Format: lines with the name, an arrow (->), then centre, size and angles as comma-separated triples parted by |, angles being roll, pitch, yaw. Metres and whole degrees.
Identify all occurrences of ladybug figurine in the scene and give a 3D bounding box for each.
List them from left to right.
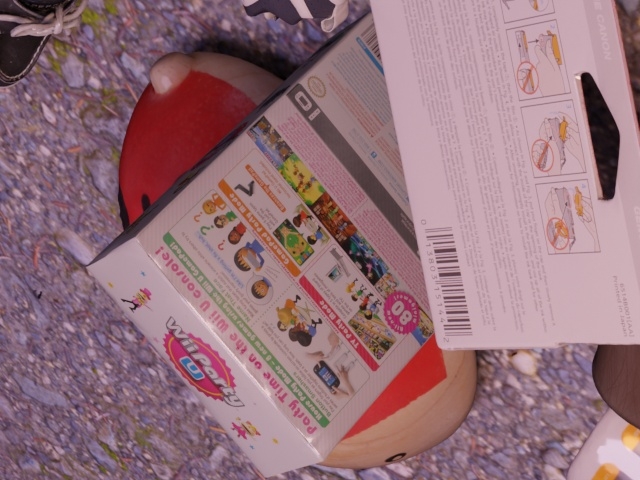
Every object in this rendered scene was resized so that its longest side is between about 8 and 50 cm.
ladybug figurine -> -0.038, 0.035, 1.756 | 0.305, 0.162, 0.449 | -10, 120, 52

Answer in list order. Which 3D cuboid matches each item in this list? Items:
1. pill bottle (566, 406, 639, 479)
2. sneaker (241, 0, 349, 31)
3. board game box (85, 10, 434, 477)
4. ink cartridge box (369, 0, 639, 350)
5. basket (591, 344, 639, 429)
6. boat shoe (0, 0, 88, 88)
pill bottle -> 0.345, 0.209, 1.536 | 0.278, 0.162, 0.162 | 36, 146, 12
sneaker -> -0.058, -0.245, 1.528 | 0.235, 0.094, 0.153 | 31, 146, 21
board game box -> 0.000, 0.000, 1.545 | 0.224, 0.303, 0.097 | 51, 147, -10
ink cartridge box -> 0.156, -0.071, 1.395 | 0.261, 0.066, 0.296 | -4, 99, 55
basket -> 0.290, 0.019, 1.402 | 0.204, 0.154, 0.227 | 11, 132, 24
boat shoe -> -0.258, -0.229, 1.746 | 0.105, 0.113, 0.306 | 47, 141, 22
